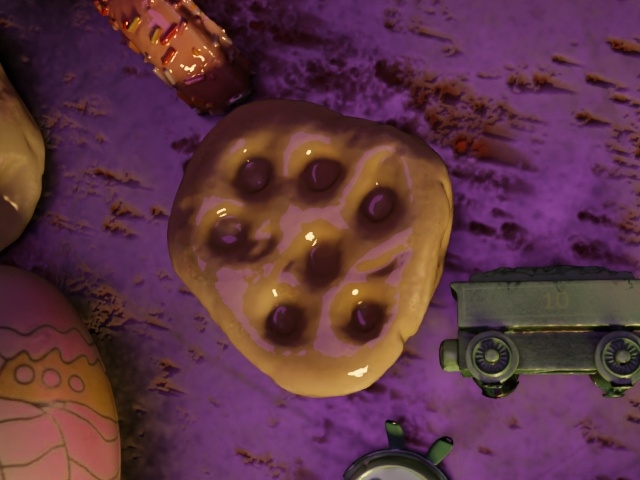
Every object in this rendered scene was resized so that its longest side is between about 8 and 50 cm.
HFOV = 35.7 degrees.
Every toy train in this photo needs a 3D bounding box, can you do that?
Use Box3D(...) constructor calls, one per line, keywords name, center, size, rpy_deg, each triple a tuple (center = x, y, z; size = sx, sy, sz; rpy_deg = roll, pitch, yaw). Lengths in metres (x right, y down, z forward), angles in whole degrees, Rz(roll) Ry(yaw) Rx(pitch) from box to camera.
Box3D(name="toy train", center=(0.175, 0.067, 0.751), size=(0.172, 0.070, 0.099), rpy_deg=(-2, 75, 10))

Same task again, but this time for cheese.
Box3D(name="cheese", center=(0.000, 0.000, 0.763), size=(0.218, 0.117, 0.235), rpy_deg=(-19, 81, 8))

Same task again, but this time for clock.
Box3D(name="clock", center=(0.058, 0.208, 0.773), size=(0.101, 0.041, 0.135), rpy_deg=(16, 89, 11))

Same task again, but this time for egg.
Box3D(name="egg", center=(-0.246, 0.155, 0.761), size=(0.196, 0.196, 0.271), rpy_deg=(9, 80, 11))

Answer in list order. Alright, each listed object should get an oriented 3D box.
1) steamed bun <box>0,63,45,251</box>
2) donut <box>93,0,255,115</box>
Box3D(name="steamed bun", center=(-0.384, -0.084, 0.795), size=(0.268, 0.207, 0.280), rpy_deg=(-26, 83, 5))
Box3D(name="donut", center=(-0.127, -0.174, 0.802), size=(0.065, 0.117, 0.166), rpy_deg=(-44, 79, 0))
